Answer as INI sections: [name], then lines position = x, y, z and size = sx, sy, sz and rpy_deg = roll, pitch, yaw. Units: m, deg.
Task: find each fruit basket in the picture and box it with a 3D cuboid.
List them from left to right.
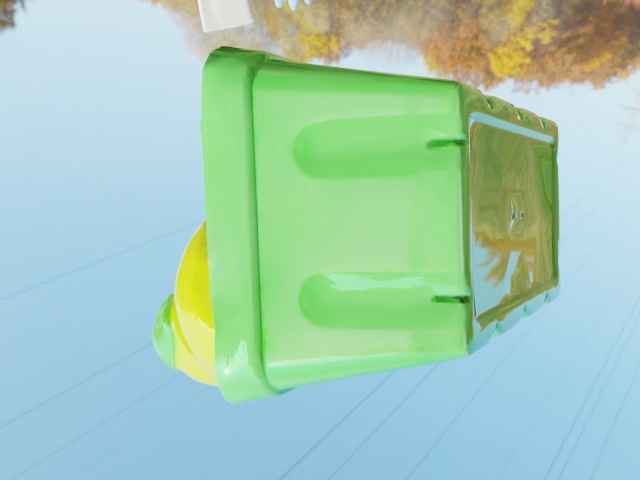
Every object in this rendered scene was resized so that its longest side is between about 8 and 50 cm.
[fruit basket]
position = 0.000, 0.000, 0.615
size = 0.391, 0.283, 0.392
rpy_deg = -2, -177, 0

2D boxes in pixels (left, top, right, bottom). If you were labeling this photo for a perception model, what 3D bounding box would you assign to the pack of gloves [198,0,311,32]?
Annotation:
[pack of gloves]
position = -0.108, -0.448, 1.033
size = 0.194, 0.232, 0.046
rpy_deg = -13, -146, -2
